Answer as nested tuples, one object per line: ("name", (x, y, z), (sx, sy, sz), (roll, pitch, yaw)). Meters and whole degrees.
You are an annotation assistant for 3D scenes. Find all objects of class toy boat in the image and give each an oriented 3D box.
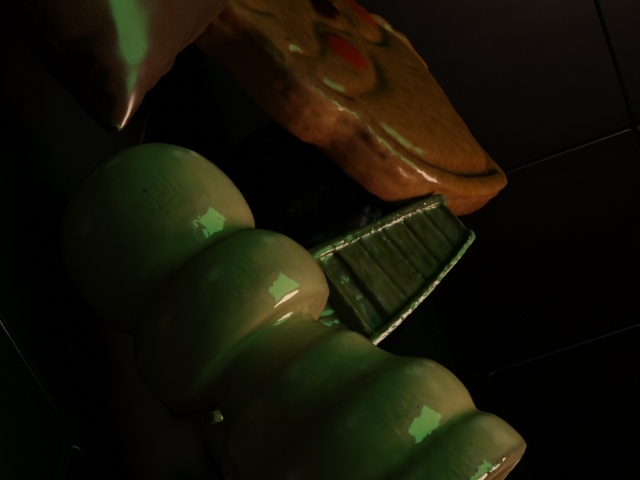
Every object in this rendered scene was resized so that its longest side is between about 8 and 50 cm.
("toy boat", (0.003, 0.053, 1.001), (0.093, 0.293, 0.055), (52, -36, 10))

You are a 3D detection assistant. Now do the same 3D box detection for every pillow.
("pillow", (-0.167, -0.253, 0.855), (0.305, 0.108, 0.308), (58, 25, -19))

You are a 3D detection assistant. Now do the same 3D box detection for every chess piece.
("chess piece", (-0.034, 0.065, 0.780), (0.300, 0.167, 0.167), (48, 4, 17))

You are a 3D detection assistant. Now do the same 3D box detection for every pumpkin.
("pumpkin", (0.000, 0.000, 1.195), (0.233, 0.163, 0.233), (61, 3, -6))

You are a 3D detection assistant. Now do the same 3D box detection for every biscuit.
("biscuit", (-0.013, -0.181, 1.175), (0.455, 0.078, 0.350), (39, 24, -7))

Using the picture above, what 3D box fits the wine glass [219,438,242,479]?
("wine glass", (-0.031, 0.199, 0.866), (0.202, 0.092, 0.093), (-89, 157, -65))
